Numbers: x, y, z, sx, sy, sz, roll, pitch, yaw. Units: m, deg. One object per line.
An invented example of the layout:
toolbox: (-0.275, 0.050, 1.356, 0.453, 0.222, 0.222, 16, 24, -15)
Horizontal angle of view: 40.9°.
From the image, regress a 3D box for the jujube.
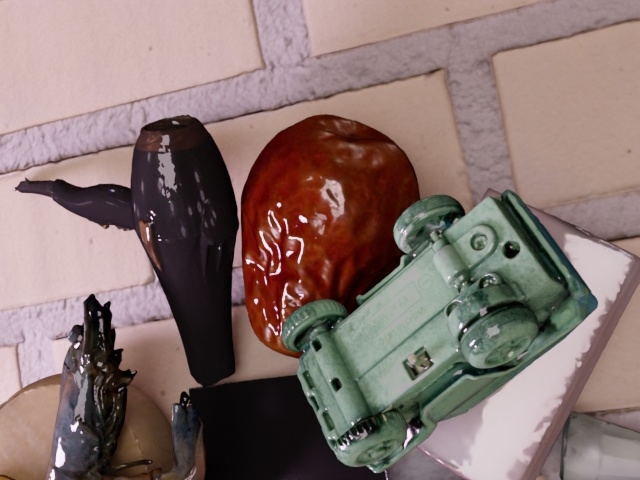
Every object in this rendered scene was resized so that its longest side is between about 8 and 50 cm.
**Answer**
jujube: (0.000, 0.000, 0.896, 0.190, 0.190, 0.255, 21, 105, 15)

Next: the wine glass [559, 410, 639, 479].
wine glass: (0.319, 0.218, 0.854, 0.155, 0.073, 0.073, 9, 90, 12)

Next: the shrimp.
shrimp: (-0.201, 0.206, 0.898, 0.178, 0.075, 0.289, 7, 87, 9)

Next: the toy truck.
toy truck: (0.102, 0.086, 0.784, 0.279, 0.156, 0.155, -43, 54, 21)

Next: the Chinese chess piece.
Chinese chess piece: (-0.283, 0.278, 0.997, 0.249, 0.103, 0.250, -1, 87, 15)

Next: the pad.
pad: (-0.040, 0.233, 0.954, 0.243, 0.004, 0.164, -12, 85, 28)

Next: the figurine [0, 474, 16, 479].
figurine: (-0.353, 0.345, 0.860, 0.257, 0.208, 0.181, -29, 48, 48)

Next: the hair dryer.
hair dryer: (-0.233, -0.006, 1.002, 0.359, 0.120, 0.304, 14, 123, 34)

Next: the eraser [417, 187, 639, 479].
eraser: (0.189, 0.103, 0.873, 0.174, 0.095, 0.270, 29, 95, 32)
